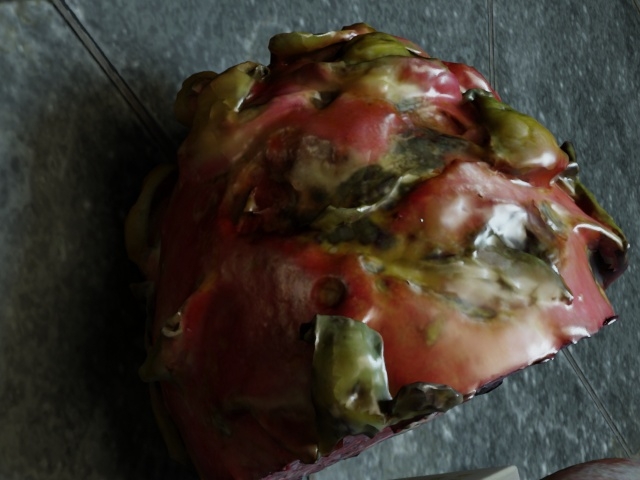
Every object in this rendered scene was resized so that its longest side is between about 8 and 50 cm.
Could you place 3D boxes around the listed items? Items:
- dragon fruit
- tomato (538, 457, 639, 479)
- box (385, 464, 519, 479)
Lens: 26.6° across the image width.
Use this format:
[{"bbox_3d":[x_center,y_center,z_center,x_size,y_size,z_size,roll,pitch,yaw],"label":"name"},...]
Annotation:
[{"bbox_3d":[0.000,0.000,0.845,0.296,0.314,0.263,-21,80,-33],"label":"dragon fruit"},{"bbox_3d":[0.239,0.318,1.010,0.317,0.282,0.316,21,39,-18],"label":"tomato"},{"bbox_3d":[0.010,0.187,0.820,0.141,0.201,0.058,-8,86,-57],"label":"box"}]
